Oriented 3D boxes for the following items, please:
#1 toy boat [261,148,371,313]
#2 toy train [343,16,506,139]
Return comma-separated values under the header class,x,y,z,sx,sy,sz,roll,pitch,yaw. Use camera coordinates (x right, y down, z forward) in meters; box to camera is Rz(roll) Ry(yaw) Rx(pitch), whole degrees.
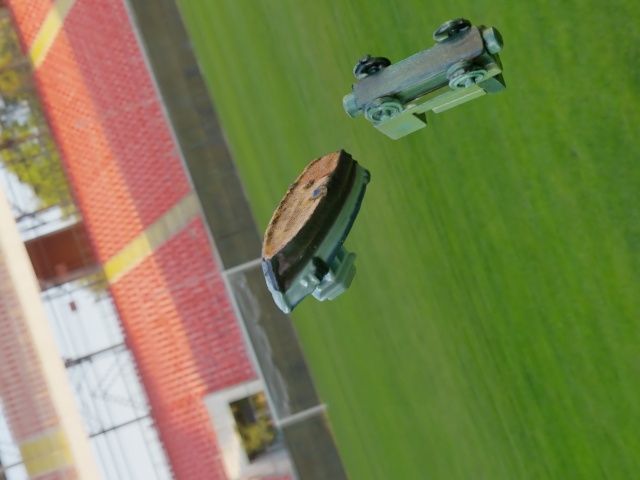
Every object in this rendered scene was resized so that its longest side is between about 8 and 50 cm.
class,x,y,z,sx,sy,sz,roll,pitch,yaw
toy boat,0.000,0.000,0.755,0.066,0.059,0.140,54,-141,-25
toy train,0.078,-0.113,0.795,0.081,0.122,0.050,23,-131,-62
